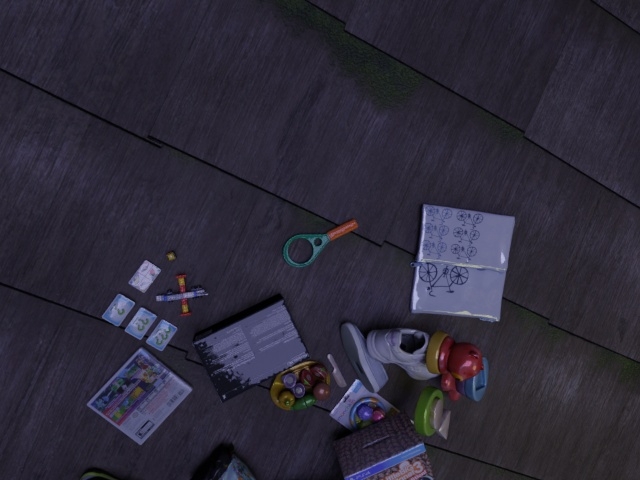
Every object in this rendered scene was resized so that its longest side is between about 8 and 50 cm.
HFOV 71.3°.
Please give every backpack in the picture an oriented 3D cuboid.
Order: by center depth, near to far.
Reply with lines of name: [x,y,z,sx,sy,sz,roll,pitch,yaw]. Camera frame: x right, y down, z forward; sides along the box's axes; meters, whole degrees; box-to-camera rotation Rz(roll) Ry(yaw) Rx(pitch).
backpack: [-0.249,0.677,1.221,0.152,0.115,0.182,-44,104,-9]

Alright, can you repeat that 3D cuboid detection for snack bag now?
snack bag: [0.432,0.076,1.365,0.323,0.037,0.342,8,93,-13]

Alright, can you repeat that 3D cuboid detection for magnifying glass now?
magnifying glass: [0.000,0.000,1.272,0.231,0.026,0.092,-26,99,-7]

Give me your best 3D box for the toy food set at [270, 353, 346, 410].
toy food set: [-0.034,0.415,1.270,0.218,0.071,0.128,-20,98,-11]

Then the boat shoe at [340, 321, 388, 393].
boat shoe: [0.132,0.330,1.306,0.081,0.079,0.227,-28,99,-29]

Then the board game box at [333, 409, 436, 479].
board game box: [0.200,0.680,1.272,0.232,0.141,0.291,-22,109,-4]

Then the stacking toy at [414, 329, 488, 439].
stacking toy: [0.389,0.425,1.242,0.309,0.130,0.279,40,64,-47]

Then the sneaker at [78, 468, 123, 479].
sneaker: [-0.534,0.682,1.167,0.235,0.097,0.084,25,89,-13]

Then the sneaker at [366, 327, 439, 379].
sneaker: [0.280,0.323,1.269,0.305,0.152,0.114,22,59,-30]

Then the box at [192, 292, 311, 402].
box: [-0.185,0.286,1.211,0.261,0.103,0.184,-24,96,-10]

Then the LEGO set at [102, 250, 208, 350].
LEGO set: [-0.422,0.154,1.173,0.182,0.060,0.244,37,86,-16]

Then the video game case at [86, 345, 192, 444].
video game case: [-0.481,0.416,1.197,0.183,0.023,0.201,44,85,-12]

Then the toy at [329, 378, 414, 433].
toy: [0.162,0.540,1.331,0.237,0.056,0.137,40,85,-12]
